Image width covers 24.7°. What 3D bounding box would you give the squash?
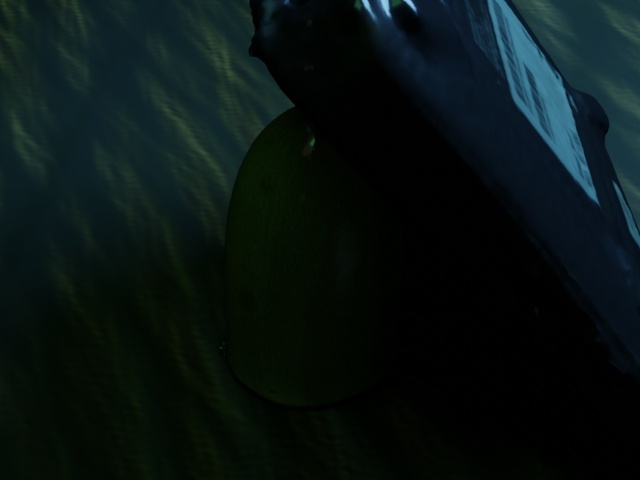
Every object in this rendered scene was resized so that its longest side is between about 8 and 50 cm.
[{"bbox_3d":[0.000,0.000,0.886,0.123,0.186,0.123,2,37,-2],"label":"squash"}]

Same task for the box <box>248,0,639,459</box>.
[{"bbox_3d":[0.091,-0.079,0.872,0.091,0.350,0.359,-33,30,20],"label":"box"}]
